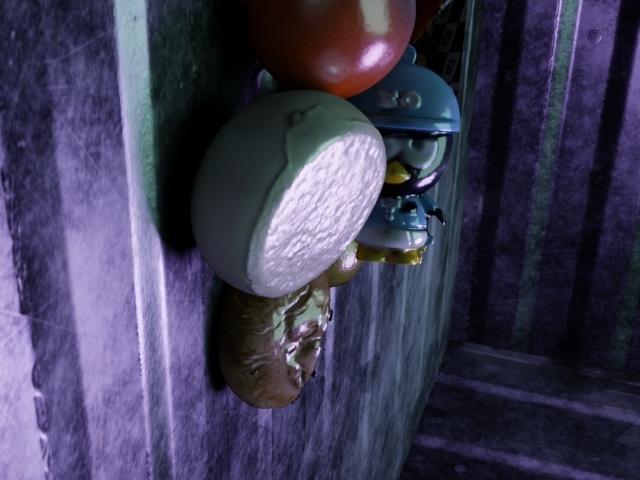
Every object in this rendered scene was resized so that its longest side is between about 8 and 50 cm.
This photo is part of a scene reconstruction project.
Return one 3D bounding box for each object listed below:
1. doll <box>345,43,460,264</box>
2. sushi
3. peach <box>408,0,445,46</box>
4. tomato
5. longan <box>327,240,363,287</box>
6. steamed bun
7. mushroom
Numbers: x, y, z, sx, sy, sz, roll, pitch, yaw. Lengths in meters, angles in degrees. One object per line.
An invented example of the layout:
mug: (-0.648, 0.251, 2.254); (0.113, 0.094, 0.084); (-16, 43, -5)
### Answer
doll: (0.108, -0.123, 1.435); (0.141, 0.177, 0.314); (-27, 121, -84)
sushi: (0.175, -0.310, 1.907); (0.294, 0.059, 0.292); (145, -42, -61)
peach: (0.147, -0.415, 1.917); (0.279, 0.068, 0.189); (-39, -148, 49)
tomato: (0.007, -0.314, 1.338); (0.256, 0.224, 0.256); (34, 50, -54)
longan: (0.000, 0.000, 1.723); (0.145, 0.176, 0.155); (-41, -165, 5)
steamed bun: (-0.057, -0.073, 1.310); (0.283, 0.177, 0.283); (-38, 149, -29)
mushroom: (-0.087, 0.113, 1.507); (0.151, 0.156, 0.286); (10, 89, -47)
